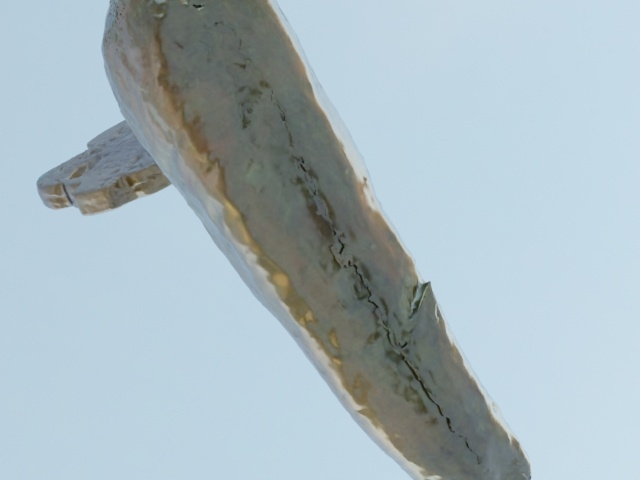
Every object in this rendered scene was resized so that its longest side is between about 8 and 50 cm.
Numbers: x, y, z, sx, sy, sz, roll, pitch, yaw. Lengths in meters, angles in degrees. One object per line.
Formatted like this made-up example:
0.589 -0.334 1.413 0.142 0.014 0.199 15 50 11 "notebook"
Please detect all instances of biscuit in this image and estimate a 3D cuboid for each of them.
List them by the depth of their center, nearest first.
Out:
-0.078 -0.050 0.925 0.130 0.119 0.019 -49 -60 -43 "biscuit"

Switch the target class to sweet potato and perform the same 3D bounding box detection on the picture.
0.000 0.000 0.719 0.075 0.075 0.273 -37 -84 -30 "sweet potato"
